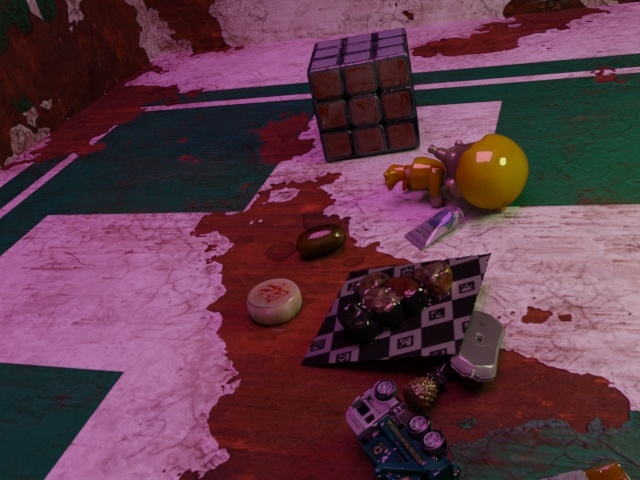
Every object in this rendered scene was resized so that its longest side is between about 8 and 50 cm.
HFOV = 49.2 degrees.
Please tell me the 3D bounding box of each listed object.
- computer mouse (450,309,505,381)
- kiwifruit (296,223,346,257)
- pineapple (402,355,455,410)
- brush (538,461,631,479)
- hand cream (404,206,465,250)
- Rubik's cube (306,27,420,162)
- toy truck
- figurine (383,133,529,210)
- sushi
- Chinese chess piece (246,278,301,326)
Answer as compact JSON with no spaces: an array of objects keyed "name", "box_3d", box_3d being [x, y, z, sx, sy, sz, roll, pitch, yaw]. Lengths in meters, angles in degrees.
[{"name":"computer mouse","box_3d":[0.280,0.199,1.258,0.089,0.056,0.181,15,34,10]},{"name":"kiwifruit","box_3d":[0.000,0.000,1.686,0.124,0.075,0.075,-19,31,-2]},{"name":"pineapple","box_3d":[0.200,0.246,1.220,0.124,0.058,0.058,-32,36,-31]},{"name":"brush","box_3d":[0.282,0.383,0.996,0.337,0.020,0.085,-14,31,-2]},{"name":"hand cream","box_3d":[0.278,-0.033,1.664,0.142,0.053,0.084,-30,34,-9]},{"name":"Rubik's cube","box_3d":[0.139,-0.454,2.154,0.304,0.305,0.301,-6,32,9]},{"name":"toy truck","box_3d":[0.120,0.321,1.081,0.116,0.110,0.216,-33,35,-11]},{"name":"figurine","box_3d":[0.340,-0.165,1.741,0.344,0.187,0.215,1,20,34]},{"name":"sushi","box_3d":[0.140,0.108,1.388,0.339,0.068,0.320,-9,29,31]},{"name":"Chinese chess piece","box_3d":[-0.101,0.132,1.523,0.122,0.051,0.122,-10,31,6]}]
